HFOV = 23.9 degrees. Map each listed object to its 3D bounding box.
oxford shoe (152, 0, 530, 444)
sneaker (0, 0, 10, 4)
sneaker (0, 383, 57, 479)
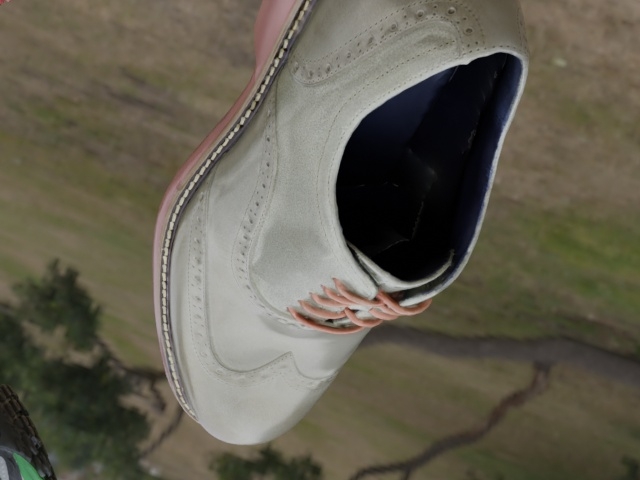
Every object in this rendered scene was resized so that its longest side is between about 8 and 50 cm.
[{"bbox_3d":[0.000,0.000,0.828,0.141,0.146,0.397,-1,135,-22],"label":"oxford shoe"},{"bbox_3d":[-0.213,-0.282,1.242,0.088,0.225,0.092,40,148,2],"label":"sneaker"},{"bbox_3d":[-0.313,0.247,1.315,0.146,0.134,0.343,-14,151,-30],"label":"sneaker"}]
